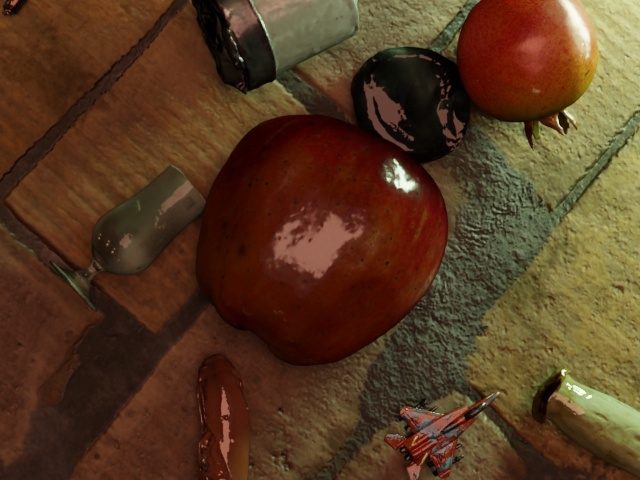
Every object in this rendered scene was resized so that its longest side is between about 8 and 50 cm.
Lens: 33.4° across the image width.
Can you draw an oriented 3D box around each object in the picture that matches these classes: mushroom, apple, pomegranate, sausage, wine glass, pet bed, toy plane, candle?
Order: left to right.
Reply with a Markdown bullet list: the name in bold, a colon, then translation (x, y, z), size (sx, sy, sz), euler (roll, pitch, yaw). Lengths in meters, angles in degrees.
- **sausage**: translation (-0.421, -0.420, 1.617), size (0.028, 0.025, 0.198), euler (27, 80, 25)
- **wine glass**: translation (-0.277, -0.006, 1.575), size (0.231, 0.103, 0.103), euler (-41, 93, -13)
- **sausage**: translation (-0.150, 0.333, 1.586), size (0.087, 0.079, 0.326), euler (3, 86, 17)
- **candle**: translation (-0.028, -0.366, 1.597), size (0.330, 0.187, 0.187), euler (-29, 91, -10)
- **apple**: translation (0.000, 0.000, 1.593), size (0.329, 0.295, 0.365), euler (30, 78, 25)
- **pet bed**: translation (0.144, -0.211, 1.683), size (0.201, 0.053, 0.201), euler (1, 86, -8)
- **toy plane**: translation (0.197, 0.288, 1.655), size (0.189, 0.061, 0.130), euler (-33, 91, -14)
- **pomegranate**: translation (0.323, -0.269, 1.637), size (0.221, 0.221, 0.256), euler (-25, 107, -10)
- **mushroom**: translation (0.475, 0.306, 1.690), size (0.312, 0.081, 0.100), euler (30, 88, -8)
